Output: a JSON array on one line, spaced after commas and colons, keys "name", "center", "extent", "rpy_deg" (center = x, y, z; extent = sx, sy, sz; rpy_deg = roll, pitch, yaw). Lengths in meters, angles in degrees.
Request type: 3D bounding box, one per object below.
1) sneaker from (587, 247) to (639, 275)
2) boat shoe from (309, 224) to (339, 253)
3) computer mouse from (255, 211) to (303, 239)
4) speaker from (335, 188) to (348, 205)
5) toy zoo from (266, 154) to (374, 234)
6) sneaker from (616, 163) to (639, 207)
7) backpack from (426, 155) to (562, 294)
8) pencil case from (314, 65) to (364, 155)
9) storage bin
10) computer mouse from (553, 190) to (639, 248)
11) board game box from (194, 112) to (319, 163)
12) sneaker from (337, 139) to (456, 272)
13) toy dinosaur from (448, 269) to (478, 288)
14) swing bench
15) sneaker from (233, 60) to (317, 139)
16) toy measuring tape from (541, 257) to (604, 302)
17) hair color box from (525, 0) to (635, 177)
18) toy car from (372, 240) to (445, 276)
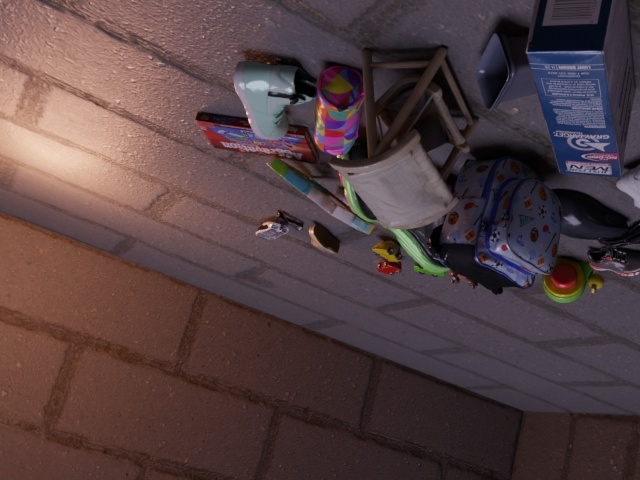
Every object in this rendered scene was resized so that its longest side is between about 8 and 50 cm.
[{"name": "sneaker", "center": [0.742, 0.047, 1.936], "extent": [0.157, 0.061, 0.065], "rpy_deg": [-1, 149, 41]}, {"name": "boat shoe", "center": [0.000, 0.000, 2.417], "extent": [0.059, 0.063, 0.170], "rpy_deg": [-1, 157, 28]}, {"name": "computer mouse", "center": [-0.140, -0.046, 2.442], "extent": [0.106, 0.042, 0.193], "rpy_deg": [22, 156, -32]}, {"name": "speaker", "center": [0.107, -0.100, 2.043], "extent": [0.136, 0.055, 0.055], "rpy_deg": [10, 161, 17]}, {"name": "toy zoo", "center": [0.016, -0.100, 1.892], "extent": [0.293, 0.030, 0.192], "rpy_deg": [39, -172, 32]}, {"name": "sneaker", "center": [0.696, -0.087, 1.556], "extent": [0.232, 0.090, 0.115], "rpy_deg": [32, 165, -17]}, {"name": "backpack", "center": [0.382, -0.046, 1.640], "extent": [0.213, 0.264, 0.276], "rpy_deg": [-8, 155, 40]}, {"name": "pencil case", "center": [0.038, -0.259, 1.568], "extent": [0.104, 0.105, 0.236], "rpy_deg": [16, 163, 1]}, {"name": "storage bin", "center": [0.321, -0.288, 1.272], "extent": [0.091, 0.098, 0.135], "rpy_deg": [-11, 163, -8]}, {"name": "computer mouse", "center": [0.627, -0.032, 1.773], "extent": [0.272, 0.072, 0.188], "rpy_deg": [22, 162, -17]}, {"name": "board game box", "center": [-0.152, -0.247, 1.875], "extent": [0.281, 0.027, 0.145], "rpy_deg": [10, 162, 17]}, {"name": "sneaker", "center": [0.215, -0.106, 1.823], "extent": [0.202, 0.185, 0.482], "rpy_deg": [-32, 133, 28]}, {"name": "toy dinosaur", "center": [0.375, 0.028, 2.104], "extent": [0.295, 0.127, 0.200], "rpy_deg": [15, 159, 47]}, {"name": "swing bench", "center": [0.165, -0.180, 1.435], "extent": [0.165, 0.255, 0.253], "rpy_deg": [6, 159, 29]}, {"name": "sneaker", "center": [-0.072, -0.278, 1.611], "extent": [0.151, 0.094, 0.256], "rpy_deg": [7, 161, 16]}, {"name": "toy measuring tape", "center": [0.604, 0.102, 2.124], "extent": [0.329, 0.122, 0.121], "rpy_deg": [9, 161, 21]}, {"name": "hair color box", "center": [0.400, -0.250, 1.159], "extent": [0.105, 0.174, 0.347], "rpy_deg": [7, 160, 28]}, {"name": "toy car", "center": [0.278, 0.064, 2.386], "extent": [0.224, 0.053, 0.239], "rpy_deg": [12, 162, 12]}]
